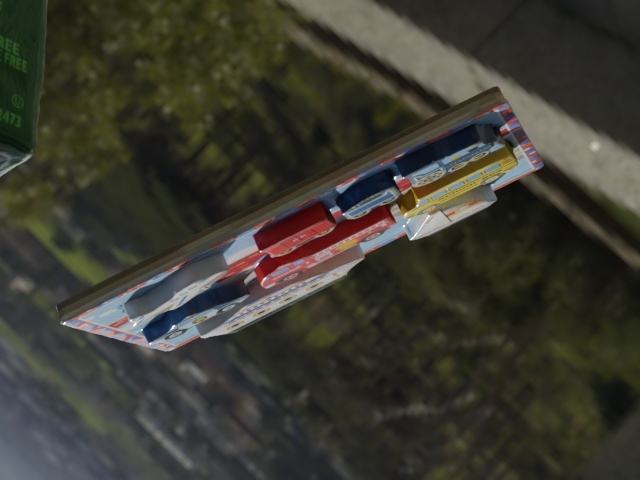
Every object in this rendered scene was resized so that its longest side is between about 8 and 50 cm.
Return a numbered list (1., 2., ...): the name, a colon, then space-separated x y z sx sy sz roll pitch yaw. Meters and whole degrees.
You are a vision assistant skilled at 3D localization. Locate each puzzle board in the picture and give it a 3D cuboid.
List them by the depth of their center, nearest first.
1. puzzle board: 0.000 0.000 0.531 0.011 0.128 0.096 66 -172 13

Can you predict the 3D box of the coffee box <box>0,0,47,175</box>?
1. coffee box: -0.104 -0.104 0.369 0.113 0.184 0.040 22 144 -36
